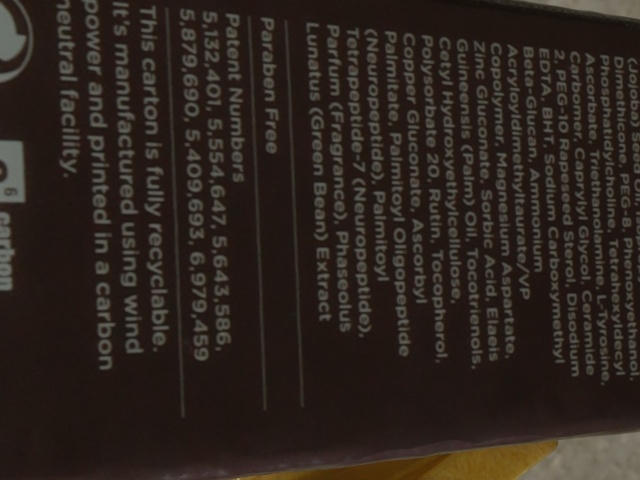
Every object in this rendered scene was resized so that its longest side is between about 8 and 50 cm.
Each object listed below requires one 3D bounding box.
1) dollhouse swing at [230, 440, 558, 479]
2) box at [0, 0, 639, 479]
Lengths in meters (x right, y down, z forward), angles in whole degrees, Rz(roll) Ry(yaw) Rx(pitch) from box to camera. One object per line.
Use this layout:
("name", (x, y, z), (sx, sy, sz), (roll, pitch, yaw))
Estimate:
("dollhouse swing", (-0.150, 0.069, 0.727), (0.346, 0.305, 0.315), (56, 135, 5))
("box", (0.000, 0.000, 0.504), (0.191, 0.381, 0.143), (-7, 86, 52))
